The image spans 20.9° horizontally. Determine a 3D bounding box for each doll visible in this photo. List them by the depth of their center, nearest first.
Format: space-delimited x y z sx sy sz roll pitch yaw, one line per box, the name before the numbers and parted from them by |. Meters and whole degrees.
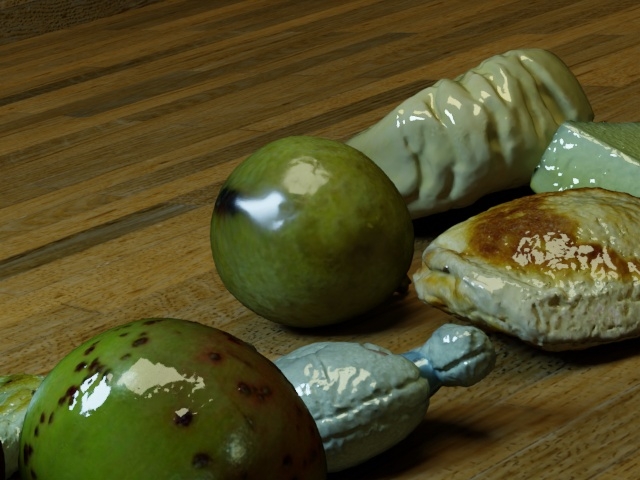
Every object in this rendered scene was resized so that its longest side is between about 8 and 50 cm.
doll | 0.001 0.100 1.034 0.214 0.071 0.103 -19 4 -2

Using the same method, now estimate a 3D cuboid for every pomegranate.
pomegranate | -0.087 0.128 0.867 0.159 0.159 0.205 5 40 43

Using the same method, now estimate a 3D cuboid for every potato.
potato | 0.257 -0.038 1.412 0.120 0.081 0.149 36 22 28

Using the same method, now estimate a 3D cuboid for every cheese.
cheese | 0.115 -0.081 1.495 0.214 0.117 0.226 -23 0 -36

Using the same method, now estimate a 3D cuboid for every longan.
longan | 0.000 0.000 1.290 0.145 0.176 0.155 -47 36 14

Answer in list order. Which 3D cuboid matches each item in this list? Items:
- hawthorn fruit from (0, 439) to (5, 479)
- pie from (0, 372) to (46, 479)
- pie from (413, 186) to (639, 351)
hawthorn fruit | -0.262 0.129 0.851 0.261 0.224 0.224 -2 8 -35
pie | -0.257 0.129 1.139 0.187 0.041 0.187 -10 15 3
pie | 0.168 0.018 1.191 0.205 0.084 0.179 -10 15 -13
